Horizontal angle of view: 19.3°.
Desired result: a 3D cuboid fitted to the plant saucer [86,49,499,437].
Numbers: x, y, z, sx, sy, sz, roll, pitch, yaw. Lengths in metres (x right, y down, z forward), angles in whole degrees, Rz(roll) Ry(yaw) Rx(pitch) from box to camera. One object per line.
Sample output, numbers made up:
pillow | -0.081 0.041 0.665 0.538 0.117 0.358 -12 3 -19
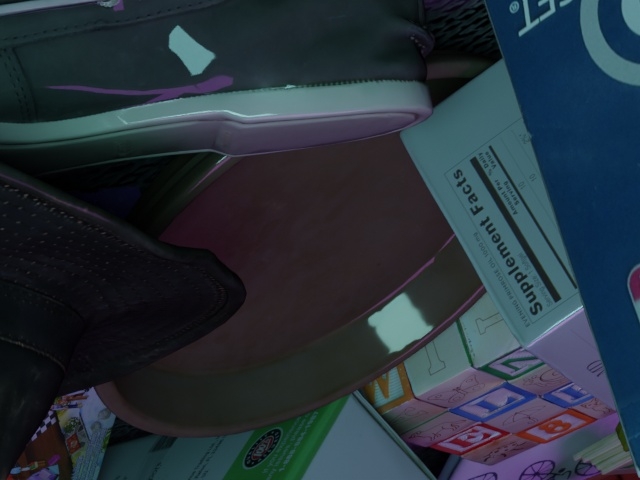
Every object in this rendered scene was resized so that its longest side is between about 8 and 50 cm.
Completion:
plant saucer | 0.000 0.000 0.976 0.278 0.041 0.278 -25 149 -16

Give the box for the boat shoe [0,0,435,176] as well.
boat shoe | -0.117 -0.079 0.786 0.335 0.095 0.112 -6 171 -14

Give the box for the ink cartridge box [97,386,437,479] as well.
ink cartridge box | -0.085 0.221 1.155 0.289 0.211 0.121 -19 121 47

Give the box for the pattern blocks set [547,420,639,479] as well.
pattern blocks set | 0.272 0.114 1.275 0.325 0.026 0.285 -28 162 16

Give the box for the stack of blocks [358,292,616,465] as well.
stack of blocks | 0.174 0.032 1.151 0.297 0.087 0.171 -28 151 25

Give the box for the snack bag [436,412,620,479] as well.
snack bag | 0.241 0.179 1.465 0.342 0.037 0.323 -3 138 -24

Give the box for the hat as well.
hat | -0.199 0.071 0.790 0.331 0.134 0.331 3 158 1

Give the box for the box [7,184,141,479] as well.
box | -0.213 0.079 1.056 0.201 0.057 0.293 -6 149 -20

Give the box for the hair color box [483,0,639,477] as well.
hair color box | 0.127 -0.093 0.582 0.105 0.347 0.174 -31 149 30

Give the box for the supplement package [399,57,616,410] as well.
supplement package | 0.187 -0.050 0.894 0.244 0.134 0.139 -36 150 14
